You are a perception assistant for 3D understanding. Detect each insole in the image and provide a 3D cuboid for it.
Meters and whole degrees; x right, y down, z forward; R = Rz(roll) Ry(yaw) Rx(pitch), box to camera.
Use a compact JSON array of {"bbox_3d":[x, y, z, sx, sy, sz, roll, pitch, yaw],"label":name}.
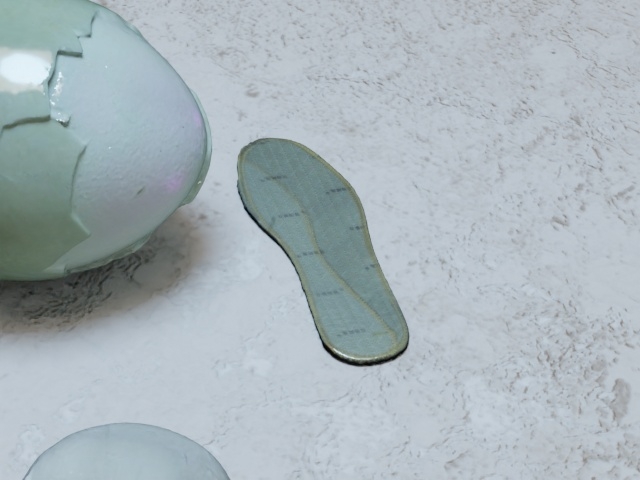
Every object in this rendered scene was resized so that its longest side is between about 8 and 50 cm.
[{"bbox_3d":[0.000,0.000,1.659,0.119,0.009,0.348,-10,43,-14],"label":"insole"}]

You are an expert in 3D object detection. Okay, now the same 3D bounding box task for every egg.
[{"bbox_3d":[-0.271,-0.100,1.554,0.336,0.278,0.278,-1,41,6],"label":"egg"}]

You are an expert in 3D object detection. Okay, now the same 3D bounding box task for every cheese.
[{"bbox_3d":[-0.154,0.231,1.288,0.198,0.154,0.189,5,36,3],"label":"cheese"}]
